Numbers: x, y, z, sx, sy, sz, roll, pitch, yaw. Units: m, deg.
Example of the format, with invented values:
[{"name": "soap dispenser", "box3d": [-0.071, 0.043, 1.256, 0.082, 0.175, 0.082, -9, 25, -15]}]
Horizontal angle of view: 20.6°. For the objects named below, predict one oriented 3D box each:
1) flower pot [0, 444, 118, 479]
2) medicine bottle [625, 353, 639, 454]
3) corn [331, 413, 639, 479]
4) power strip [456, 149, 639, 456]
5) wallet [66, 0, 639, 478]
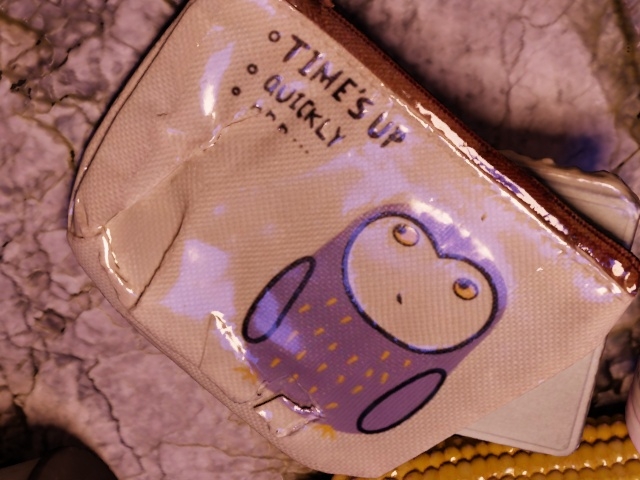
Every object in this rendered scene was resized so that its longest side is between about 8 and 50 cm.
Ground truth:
[{"name": "flower pot", "box3d": [-0.284, 0.315, 1.173, 0.330, 0.293, 0.293, -14, 130, 8]}, {"name": "medicine bottle", "box3d": [0.295, 0.036, 1.116, 0.152, 0.152, 0.254, 2, 128, -10]}, {"name": "corn", "box3d": [0.153, 0.191, 1.237, 0.347, 0.130, 0.130, -6, 130, 1]}, {"name": "power strip", "box3d": [0.089, 0.024, 1.116, 0.198, 0.064, 0.213, 14, 121, 8]}, {"name": "wallet", "box3d": [0.002, -0.002, 1.048, 0.335, 0.068, 0.275, 40, 120, -11]}]
